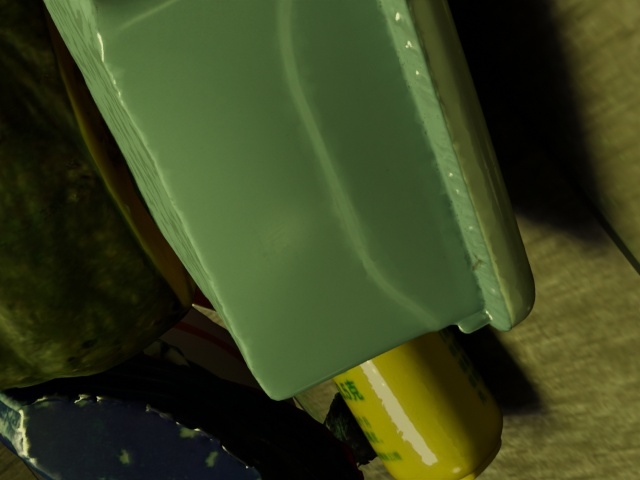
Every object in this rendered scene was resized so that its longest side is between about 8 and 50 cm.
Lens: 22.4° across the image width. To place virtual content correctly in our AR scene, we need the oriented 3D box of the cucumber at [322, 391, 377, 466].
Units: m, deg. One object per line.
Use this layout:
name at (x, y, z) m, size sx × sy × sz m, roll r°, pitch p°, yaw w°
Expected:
cucumber at (0.027, 0.103, 0.919) m, size 0.053 × 0.053 × 0.181 m, roll 50°, pitch 162°, yaw 4°

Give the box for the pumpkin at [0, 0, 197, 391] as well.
pumpkin at (-0.150, -0.061, 0.754) m, size 0.190 × 0.139 × 0.280 m, roll 62°, pitch -166°, yaw -47°

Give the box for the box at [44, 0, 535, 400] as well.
box at (-0.015, -0.061, 0.597) m, size 0.162 × 0.130 × 0.227 m, roll 52°, pitch 169°, yaw 50°

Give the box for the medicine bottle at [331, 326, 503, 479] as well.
medicine bottle at (0.000, 0.000, 0.773) m, size 0.260 × 0.064 × 0.095 m, roll 58°, pitch 180°, yaw -6°

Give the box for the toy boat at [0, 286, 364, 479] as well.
toy boat at (-0.067, 0.085, 0.894) m, size 0.219 × 0.072 × 0.318 m, roll 25°, pitch -169°, yaw 15°
